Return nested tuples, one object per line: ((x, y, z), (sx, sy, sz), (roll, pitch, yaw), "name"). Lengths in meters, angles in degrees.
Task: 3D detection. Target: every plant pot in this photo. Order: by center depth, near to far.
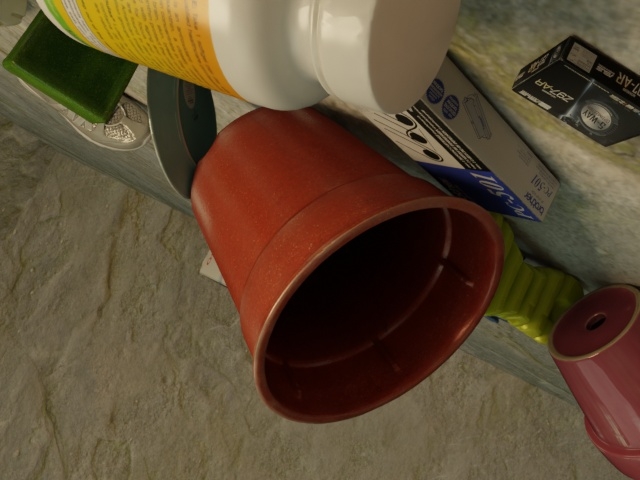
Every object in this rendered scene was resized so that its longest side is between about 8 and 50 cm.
((0.000, 0.000, 0.703), (0.272, 0.272, 0.265), (37, -170, -48), "plant pot")
((0.386, 0.160, 0.814), (0.180, 0.201, 0.201), (45, 168, -11), "plant pot")

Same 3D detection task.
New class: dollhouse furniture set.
((-0.322, -0.257, 0.623), (0.301, 0.151, 0.198), (34, 170, -35), "dollhouse furniture set")

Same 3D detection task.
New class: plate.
((-0.149, -0.142, 0.756), (0.024, 0.188, 0.188), (-3, 165, 10), "plate")

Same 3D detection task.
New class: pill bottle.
((-0.048, -0.157, 0.396), (0.246, 0.136, 0.136), (24, 171, 27), "pill bottle")

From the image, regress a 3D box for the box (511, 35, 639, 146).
((0.179, -0.097, 0.441), (0.083, 0.018, 0.067), (29, 172, -8), "box")

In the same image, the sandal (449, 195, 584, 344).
((0.206, 0.040, 0.868), (0.317, 0.126, 0.138), (35, 173, -35), "sandal")

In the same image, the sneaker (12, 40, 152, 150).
((-0.429, -0.252, 1.179), (0.281, 0.105, 0.115), (29, 172, -4), "sneaker")

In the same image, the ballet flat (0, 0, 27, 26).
((-0.469, -0.328, 0.887), (0.124, 0.116, 0.342), (9, -174, -38), "ballet flat")

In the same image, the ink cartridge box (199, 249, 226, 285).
((-0.116, 0.023, 1.443), (0.131, 0.226, 0.306), (33, 172, -26), "ink cartridge box")

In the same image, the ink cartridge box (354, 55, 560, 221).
((0.119, -0.089, 0.589), (0.207, 0.046, 0.097), (34, 171, -37), "ink cartridge box")
